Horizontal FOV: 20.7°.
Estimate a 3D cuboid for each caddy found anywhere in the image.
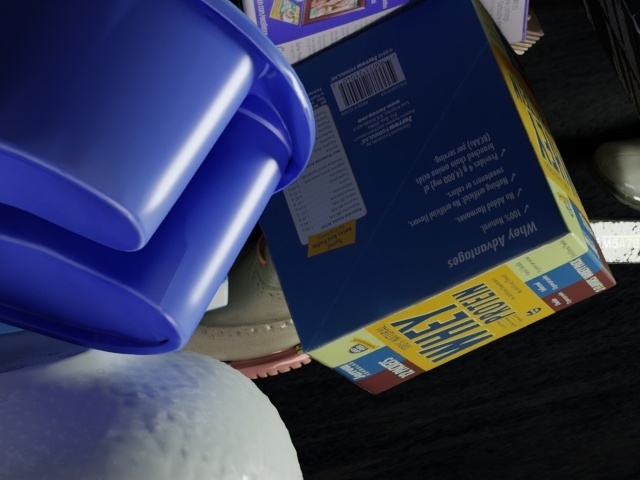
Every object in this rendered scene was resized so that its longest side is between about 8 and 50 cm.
[{"bbox_3d":[-0.174,-0.079,0.982,0.341,0.179,0.241,15,153,16],"label":"caddy"}]

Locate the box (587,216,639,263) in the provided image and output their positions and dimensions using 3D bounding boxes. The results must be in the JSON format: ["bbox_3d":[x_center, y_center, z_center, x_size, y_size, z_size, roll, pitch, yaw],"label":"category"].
[{"bbox_3d":[0.231,-0.002,1.578,0.190,0.045,0.184,0,-176,-35],"label":"box"}]

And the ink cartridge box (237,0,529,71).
[{"bbox_3d":[0.045,-0.176,1.214,0.208,0.045,0.206,-17,155,-5],"label":"ink cartridge box"}]

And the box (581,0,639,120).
[{"bbox_3d":[0.242,-0.172,1.212,0.103,0.184,0.261,-26,153,5],"label":"box"}]

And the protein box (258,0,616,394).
[{"bbox_3d":[0.068,-0.032,1.233,0.199,0.201,0.136,-26,156,13],"label":"protein box"}]

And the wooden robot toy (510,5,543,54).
[{"bbox_3d":[0.109,-0.105,1.359,0.173,0.079,0.076,-34,151,25],"label":"wooden robot toy"}]

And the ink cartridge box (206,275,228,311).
[{"bbox_3d":[-0.129,-0.001,1.335,0.088,0.122,0.052,-16,157,-9],"label":"ink cartridge box"}]

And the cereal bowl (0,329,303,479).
[{"bbox_3d":[-0.183,0.136,1.073,0.338,0.141,0.339,-9,-174,1],"label":"cereal bowl"}]

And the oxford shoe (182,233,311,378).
[{"bbox_3d":[0.000,0.000,1.454,0.397,0.140,0.146,-20,129,11],"label":"oxford shoe"}]

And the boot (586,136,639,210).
[{"bbox_3d":[0.362,-0.108,1.563,0.246,0.083,0.161,-3,136,-32],"label":"boot"}]

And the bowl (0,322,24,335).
[{"bbox_3d":[-0.338,0.126,1.343,0.391,0.077,0.391,0,154,0],"label":"bowl"}]
